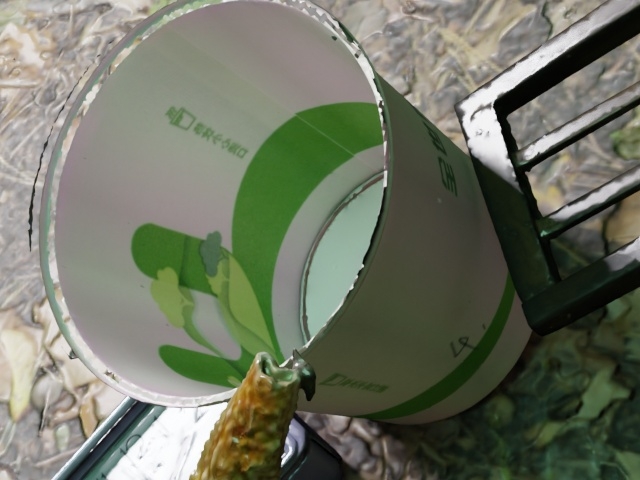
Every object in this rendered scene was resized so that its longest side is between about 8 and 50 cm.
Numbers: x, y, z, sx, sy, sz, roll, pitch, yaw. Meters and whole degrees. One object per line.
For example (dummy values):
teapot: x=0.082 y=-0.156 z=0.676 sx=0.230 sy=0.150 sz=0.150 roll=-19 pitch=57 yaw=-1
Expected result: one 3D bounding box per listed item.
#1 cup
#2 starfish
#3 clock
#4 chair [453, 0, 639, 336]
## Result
cup: x=0.000 y=0.000 z=1.115 sx=0.253 sy=0.274 sz=0.253 roll=-10 pitch=71 yaw=32
starfish: x=-0.066 y=0.310 z=0.992 sx=0.384 sy=0.132 sz=0.398 roll=-38 pitch=72 yaw=55
clock: x=-0.097 y=0.175 z=1.210 sx=0.193 sy=0.073 sz=0.145 roll=-48 pitch=55 yaw=-4
chair: x=0.329 y=-0.081 z=1.052 sx=0.416 sy=0.241 sz=0.203 roll=-34 pitch=52 yaw=28
